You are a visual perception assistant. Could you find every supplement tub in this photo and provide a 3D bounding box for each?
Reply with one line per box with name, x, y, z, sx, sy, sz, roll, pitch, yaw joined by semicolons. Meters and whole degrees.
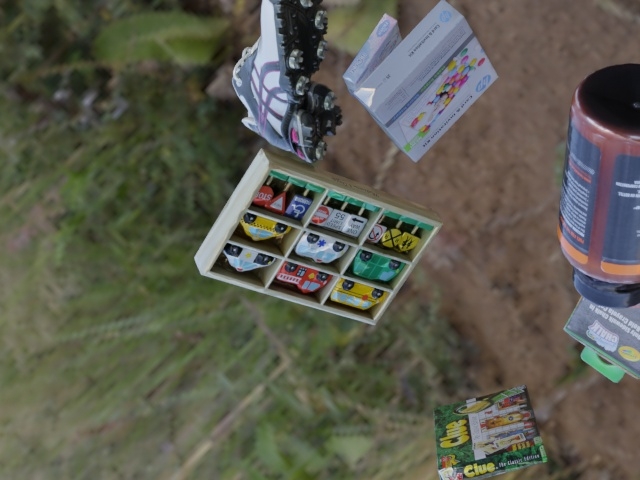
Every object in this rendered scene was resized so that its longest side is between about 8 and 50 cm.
supplement tub;0.247;-0.038;1.302;0.106;0.106;0.198;53;154;42

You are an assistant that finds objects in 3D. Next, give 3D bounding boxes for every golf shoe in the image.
golf shoe;-0.053;-0.200;1.862;0.120;0.105;0.273;17;143;20

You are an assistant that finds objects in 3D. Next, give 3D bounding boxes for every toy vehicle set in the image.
toy vehicle set;0.000;0.000;1.953;0.266;0.166;0.035;18;-155;-33

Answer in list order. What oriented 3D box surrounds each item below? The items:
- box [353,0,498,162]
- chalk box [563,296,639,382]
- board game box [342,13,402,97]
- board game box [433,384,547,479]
box;0.123;-0.178;1.827;0.038;0.145;0.186;44;-179;22
chalk box;0.435;0.094;2.211;0.132;0.213;0.132;35;-149;18
board game box;0.062;-0.215;1.895;0.020;0.090;0.090;34;176;10
board game box;0.216;0.251;2.088;0.260;0.136;0.030;-79;-29;-79
